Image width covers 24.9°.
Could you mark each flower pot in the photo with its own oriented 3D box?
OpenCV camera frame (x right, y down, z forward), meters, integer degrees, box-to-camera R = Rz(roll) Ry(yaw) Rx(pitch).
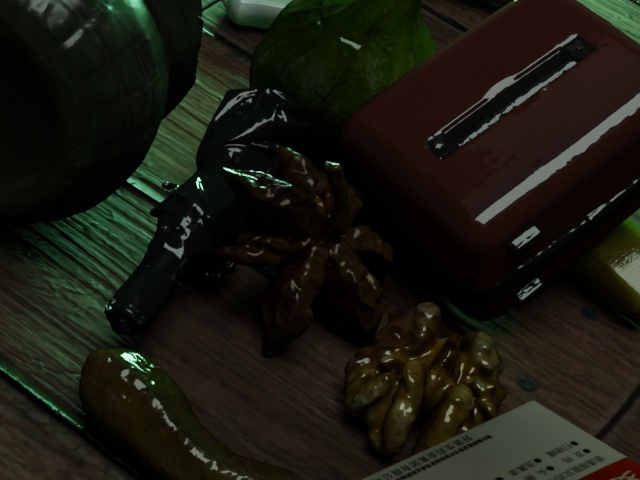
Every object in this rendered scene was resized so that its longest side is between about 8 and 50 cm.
[{"bbox_3d":[-0.272,-0.174,1.300,0.302,0.301,0.213,25,37,9],"label":"flower pot"}]

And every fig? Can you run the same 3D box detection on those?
[{"bbox_3d":[0.037,-0.206,1.481,0.203,0.235,0.203,10,45,-10],"label":"fig"}]

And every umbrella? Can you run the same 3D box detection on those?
[{"bbox_3d":[-0.101,-0.028,1.332,0.118,0.118,0.340,24,41,9],"label":"umbrella"}]

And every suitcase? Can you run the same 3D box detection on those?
[{"bbox_3d":[0.186,-0.089,1.393,0.297,0.161,0.236,-37,57,-16],"label":"suitcase"}]

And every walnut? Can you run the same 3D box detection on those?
[{"bbox_3d":[0.096,0.120,1.261,0.143,0.069,0.170,26,43,-1],"label":"walnut"}]

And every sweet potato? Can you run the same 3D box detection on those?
[{"bbox_3d":[-0.106,0.162,1.156,0.233,0.062,0.081,34,42,15],"label":"sweet potato"}]

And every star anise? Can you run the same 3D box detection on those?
[{"bbox_3d":[-0.003,0.006,1.306,0.111,0.196,0.212,-3,-6,29],"label":"star anise"}]

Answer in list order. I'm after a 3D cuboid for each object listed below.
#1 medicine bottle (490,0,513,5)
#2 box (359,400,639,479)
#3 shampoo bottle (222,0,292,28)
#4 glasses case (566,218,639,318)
[{"bbox_3d":[0.193,-0.354,1.803,0.192,0.096,0.096,18,41,0],"label":"medicine bottle"},{"bbox_3d":[0.110,0.243,1.085,0.353,0.069,0.214,-20,33,-33],"label":"box"},{"bbox_3d":[-0.064,-0.273,1.665,0.099,0.043,0.072,7,42,-12],"label":"shampoo bottle"},{"bbox_3d":[0.264,-0.010,1.464,0.079,0.064,0.234,-35,59,-15],"label":"glasses case"}]
